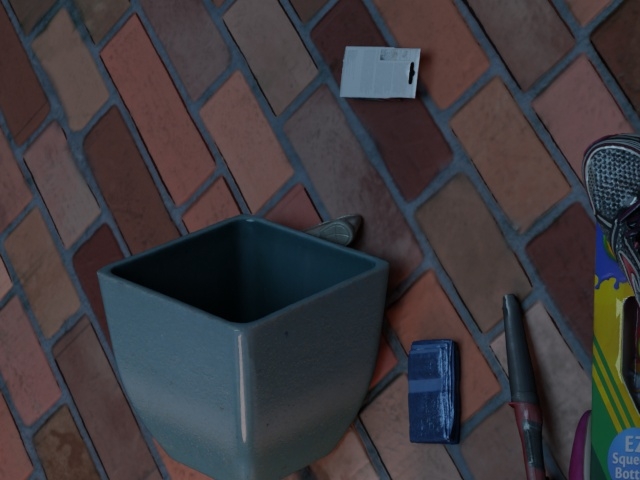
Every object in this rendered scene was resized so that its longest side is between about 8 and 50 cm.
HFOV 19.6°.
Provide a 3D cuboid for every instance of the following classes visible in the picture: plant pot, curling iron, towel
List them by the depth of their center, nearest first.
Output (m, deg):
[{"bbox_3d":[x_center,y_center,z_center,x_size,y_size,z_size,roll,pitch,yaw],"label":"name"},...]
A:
[{"bbox_3d":[0.220,0.189,2.013,0.068,0.035,0.274,106,157,-70],"label":"curling iron"},{"bbox_3d":[0.127,0.173,2.111,0.067,0.029,0.119,-6,81,41],"label":"towel"},{"bbox_3d":[-0.087,0.144,2.164,0.247,0.248,0.252,20,120,40],"label":"plant pot"}]

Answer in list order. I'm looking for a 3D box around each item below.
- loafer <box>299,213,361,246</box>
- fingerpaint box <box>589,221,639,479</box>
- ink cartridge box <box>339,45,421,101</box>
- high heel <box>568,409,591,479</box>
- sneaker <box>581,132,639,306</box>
[{"bbox_3d":[0.000,0.000,2.239,0.125,0.039,0.045,-22,104,40],"label":"loafer"},{"bbox_3d":[0.478,0.119,1.729,0.445,0.163,0.371,-1,84,40],"label":"fingerpaint box"},{"bbox_3d":[0.077,-0.197,2.195,0.115,0.029,0.062,6,88,40],"label":"ink cartridge box"},{"bbox_3d":[0.270,0.305,1.954,0.117,0.082,0.244,-15,79,48],"label":"high heel"},{"bbox_3d":[0.328,0.015,1.691,0.121,0.112,0.299,-48,54,26],"label":"sneaker"}]
